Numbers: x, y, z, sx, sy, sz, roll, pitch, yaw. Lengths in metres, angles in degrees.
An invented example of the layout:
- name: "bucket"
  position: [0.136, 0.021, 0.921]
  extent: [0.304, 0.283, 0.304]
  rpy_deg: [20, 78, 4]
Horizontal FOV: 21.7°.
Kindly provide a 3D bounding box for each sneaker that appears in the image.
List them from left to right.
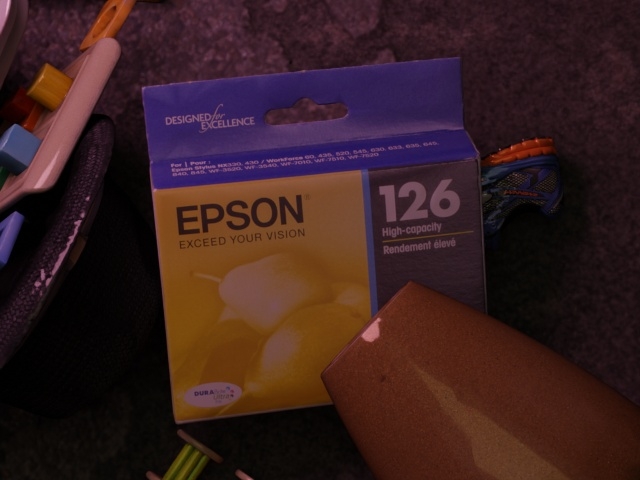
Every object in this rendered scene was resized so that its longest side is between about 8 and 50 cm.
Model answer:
- name: "sneaker"
  position: [0.137, -0.025, 1.618]
  extent: [0.221, 0.083, 0.087]
  rpy_deg: [-24, 85, 3]

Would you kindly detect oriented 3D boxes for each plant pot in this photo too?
- name: "plant pot"
  position: [0.132, 0.162, 1.466]
  extent: [0.254, 0.237, 0.237]
  rpy_deg: [44, 84, 2]

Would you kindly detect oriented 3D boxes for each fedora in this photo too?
- name: "fedora"
  position: [-0.247, 0.049, 1.578]
  extent: [0.152, 0.334, 0.334]
  rpy_deg: [36, 80, -24]

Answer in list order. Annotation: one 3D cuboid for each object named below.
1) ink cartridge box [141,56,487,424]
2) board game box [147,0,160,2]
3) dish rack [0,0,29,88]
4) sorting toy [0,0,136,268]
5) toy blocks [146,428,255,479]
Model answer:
- name: "ink cartridge box"
  position: [0.000, 0.000, 1.539]
  extent: [0.303, 0.072, 0.307]
  rpy_deg: [-7, 105, -7]
- name: "board game box"
  position: [-0.317, -0.375, 1.751]
  extent: [0.316, 0.064, 0.242]
  rpy_deg: [1, 77, 6]
- name: "dish rack"
  position: [-0.414, -0.142, 1.630]
  extent: [0.285, 0.072, 0.333]
  rpy_deg: [31, 99, 37]
- name: "sorting toy"
  position: [-0.283, -0.105, 1.598]
  extent: [0.047, 0.196, 0.347]
  rpy_deg: [36, 60, -24]
- name: "toy blocks"
  position: [-0.127, 0.272, 1.582]
  extent: [0.123, 0.054, 0.148]
  rpy_deg: [33, 82, 11]
